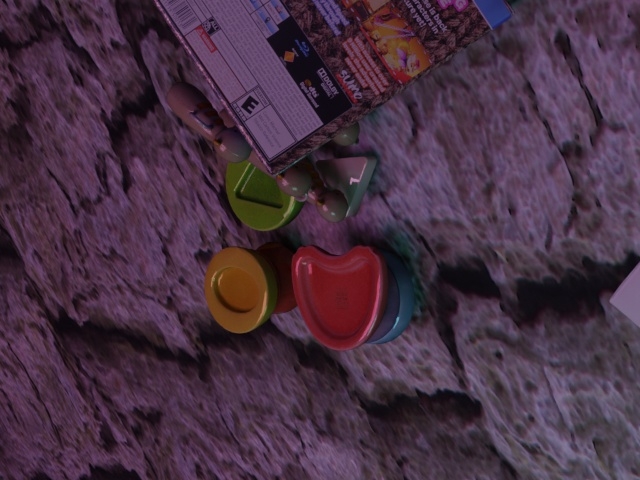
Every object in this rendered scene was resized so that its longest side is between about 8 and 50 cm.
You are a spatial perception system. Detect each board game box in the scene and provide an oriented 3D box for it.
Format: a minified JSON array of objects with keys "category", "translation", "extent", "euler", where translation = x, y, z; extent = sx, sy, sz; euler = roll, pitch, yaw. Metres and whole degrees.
[{"category":"board game box","translation":[0.009,-0.242,1.305],"extent":[0.232,0.291,0.141],"euler":[56,-174,-5]}]

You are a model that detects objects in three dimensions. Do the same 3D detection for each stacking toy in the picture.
[{"category":"stacking toy","translation":[0.000,0.000,1.729],"extent":[0.309,0.130,0.279],"euler":[11,101,38]}]

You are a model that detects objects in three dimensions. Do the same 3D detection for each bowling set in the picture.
[{"category":"bowling set","translation":[-0.023,-0.154,1.498],"extent":[0.154,0.287,0.200],"euler":[45,102,28]}]

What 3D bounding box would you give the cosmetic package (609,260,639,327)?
[{"category":"cosmetic package","translation":[0.487,0.090,1.150],"extent":[0.385,0.217,0.156],"euler":[40,142,13]}]
